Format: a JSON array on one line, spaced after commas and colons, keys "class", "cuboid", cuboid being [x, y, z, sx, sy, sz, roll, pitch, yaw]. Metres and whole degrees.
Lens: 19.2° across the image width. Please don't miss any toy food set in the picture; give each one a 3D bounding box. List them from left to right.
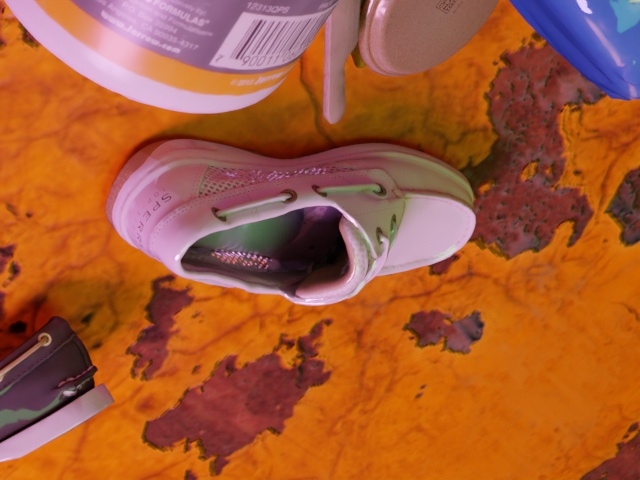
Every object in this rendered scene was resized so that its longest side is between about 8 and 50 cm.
[{"class": "toy food set", "cuboid": [0.066, -0.159, 1.150, 0.192, 0.038, 0.132, -30, 147, -27]}]

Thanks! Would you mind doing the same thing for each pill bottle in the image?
[{"class": "pill bottle", "cuboid": [-0.021, -0.201, 0.811, 0.162, 0.162, 0.278, 3, 137, -39]}]

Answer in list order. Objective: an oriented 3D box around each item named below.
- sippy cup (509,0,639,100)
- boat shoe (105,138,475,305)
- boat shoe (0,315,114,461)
[{"class": "sippy cup", "cuboid": [0.196, -0.204, 1.032, 0.224, 0.240, 0.305, -42, 138, 1]}, {"class": "boat shoe", "cuboid": [0.000, 0.000, 1.199, 0.277, 0.096, 0.098, -1, 128, -37]}, {"class": "boat shoe", "cuboid": [-0.242, 0.125, 1.163, 0.227, 0.069, 0.081, -28, 180, -7]}]
